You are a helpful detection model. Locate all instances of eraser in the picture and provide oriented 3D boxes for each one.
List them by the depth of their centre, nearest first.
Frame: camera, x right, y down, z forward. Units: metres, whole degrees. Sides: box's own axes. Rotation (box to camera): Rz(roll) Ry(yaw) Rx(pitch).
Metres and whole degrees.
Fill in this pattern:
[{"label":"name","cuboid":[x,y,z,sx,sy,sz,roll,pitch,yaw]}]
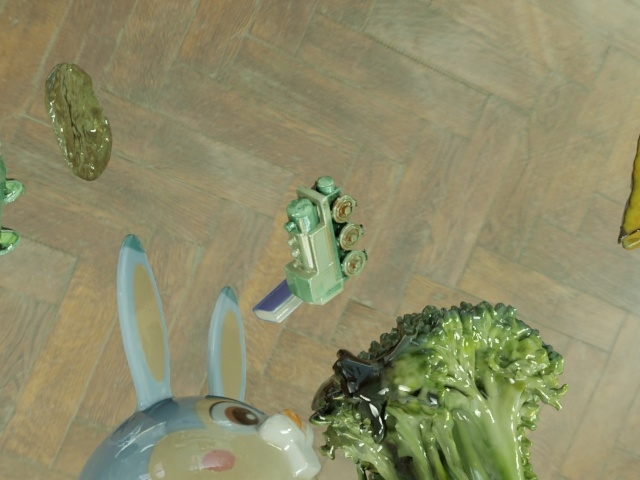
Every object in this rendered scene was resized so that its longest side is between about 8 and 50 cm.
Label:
[{"label":"eraser","cuboid":[-0.060,0.095,1.248,0.085,0.063,0.027,-42,113,-27]}]

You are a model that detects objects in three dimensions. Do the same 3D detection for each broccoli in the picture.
[{"label":"broccoli","cuboid":[0.104,0.196,0.683,0.247,0.243,0.263,21,122,-38]}]

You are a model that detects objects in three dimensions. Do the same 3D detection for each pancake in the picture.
[{"label":"pancake","cuboid":[-0.482,-0.235,1.539,0.042,0.236,0.222,-3,58,11]}]

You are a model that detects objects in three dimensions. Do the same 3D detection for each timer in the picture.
[{"label":"timer","cuboid":[-0.066,0.131,0.499,0.175,0.175,0.255,18,69,-14]}]

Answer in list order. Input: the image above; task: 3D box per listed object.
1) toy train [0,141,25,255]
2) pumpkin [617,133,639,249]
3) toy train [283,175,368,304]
[{"label":"toy train","cuboid":[-0.485,-0.049,1.019,0.158,0.253,0.105,-16,128,-8]},{"label":"pumpkin","cuboid":[0.451,-0.098,0.925,0.254,0.130,0.149,-28,71,17]},{"label":"toy train","cuboid":[0.000,0.000,1.168,0.125,0.081,0.193,-35,132,-28]}]
